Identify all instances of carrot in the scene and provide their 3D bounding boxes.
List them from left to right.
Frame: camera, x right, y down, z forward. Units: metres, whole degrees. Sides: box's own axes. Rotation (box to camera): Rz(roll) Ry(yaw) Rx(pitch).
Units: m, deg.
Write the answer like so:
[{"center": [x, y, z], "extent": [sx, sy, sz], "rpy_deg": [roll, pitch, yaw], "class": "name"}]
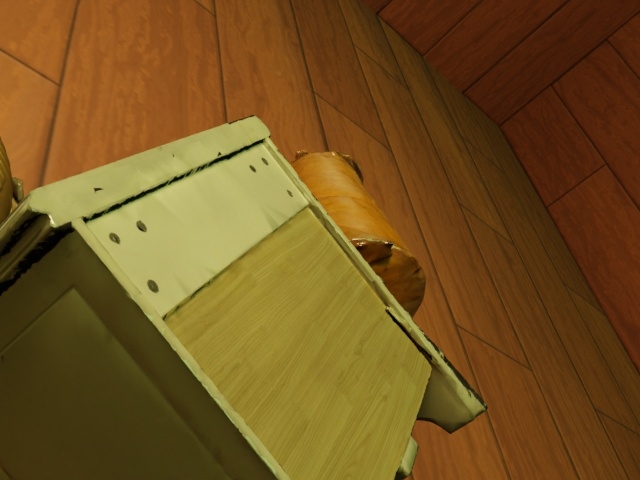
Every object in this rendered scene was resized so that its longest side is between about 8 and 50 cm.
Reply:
[{"center": [0.000, 0.000, 0.852], "extent": [0.196, 0.196, 0.254], "rpy_deg": [31, 24, -34], "class": "carrot"}]

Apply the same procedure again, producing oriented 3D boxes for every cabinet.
[{"center": [-0.075, 0.120, 0.507], "extent": [0.318, 0.227, 0.290], "rpy_deg": [51, 24, -3], "class": "cabinet"}]

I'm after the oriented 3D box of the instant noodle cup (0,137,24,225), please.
[{"center": [-0.328, -0.077, 0.518], "extent": [0.274, 0.091, 0.274], "rpy_deg": [37, 27, -23], "class": "instant noodle cup"}]
